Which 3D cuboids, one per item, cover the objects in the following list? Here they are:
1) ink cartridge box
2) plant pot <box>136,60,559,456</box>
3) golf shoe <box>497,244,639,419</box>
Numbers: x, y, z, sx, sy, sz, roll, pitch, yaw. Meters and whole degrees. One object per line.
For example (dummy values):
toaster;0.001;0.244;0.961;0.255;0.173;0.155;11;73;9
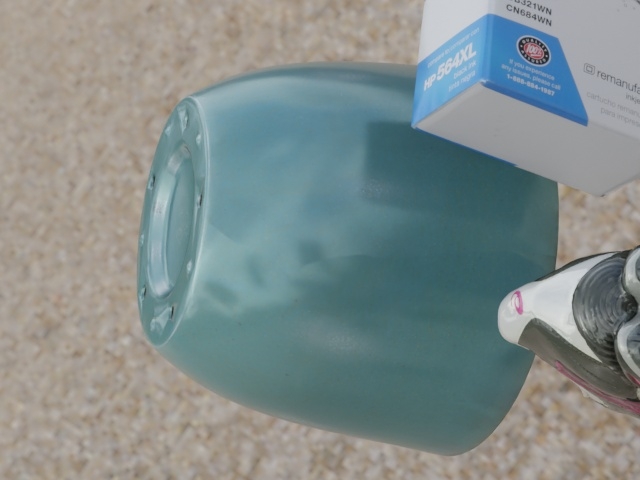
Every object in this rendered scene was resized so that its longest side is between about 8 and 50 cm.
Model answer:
ink cartridge box;0.148;-0.150;0.993;0.086;0.148;0.203;-33;45;57
plant pot;0.000;0.000;1.156;0.293;0.235;0.293;-171;90;-70
golf shoe;0.221;0.066;0.898;0.120;0.273;0.105;-5;64;47
